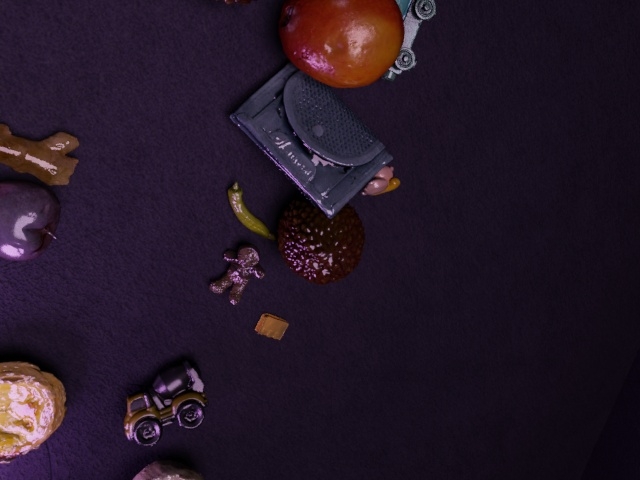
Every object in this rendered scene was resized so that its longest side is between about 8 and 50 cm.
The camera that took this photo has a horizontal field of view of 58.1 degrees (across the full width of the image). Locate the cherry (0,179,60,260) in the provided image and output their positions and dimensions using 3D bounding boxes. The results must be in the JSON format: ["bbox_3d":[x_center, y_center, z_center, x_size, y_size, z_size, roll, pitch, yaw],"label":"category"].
[{"bbox_3d":[-0.633,-0.042,1.200,0.176,0.140,0.176,-1,98,-4],"label":"cherry"}]

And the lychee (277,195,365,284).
[{"bbox_3d":[0.000,0.000,1.467,0.236,0.271,0.236,1,112,3],"label":"lychee"}]

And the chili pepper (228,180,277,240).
[{"bbox_3d":[-0.184,-0.062,1.473,0.049,0.043,0.208,-54,131,-29],"label":"chili pepper"}]

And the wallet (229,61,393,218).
[{"bbox_3d":[-0.013,-0.249,1.366,0.342,0.075,0.237,46,73,-3],"label":"wallet"}]

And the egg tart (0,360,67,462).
[{"bbox_3d":[-0.736,0.390,1.345,0.279,0.095,0.279,-12,120,-22],"label":"egg tart"}]

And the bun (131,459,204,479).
[{"bbox_3d":[-0.433,0.719,1.584,0.259,0.152,0.259,-4,98,-27],"label":"bun"}]

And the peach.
[{"bbox_3d":[0.042,-0.466,1.296,0.281,0.238,0.281,5,68,-14],"label":"peach"}]

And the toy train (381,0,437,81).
[{"bbox_3d":[0.182,-0.531,1.441,0.159,0.101,0.248,18,100,-17],"label":"toy train"}]

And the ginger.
[{"bbox_3d":[-0.654,-0.181,1.175,0.298,0.065,0.118,5,94,-29],"label":"ginger"}]

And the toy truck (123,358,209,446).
[{"bbox_3d":[-0.407,0.418,1.500,0.224,0.147,0.165,-19,93,-16],"label":"toy truck"}]

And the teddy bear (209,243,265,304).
[{"bbox_3d":[-0.206,0.080,1.496,0.119,0.078,0.160,33,101,2],"label":"teddy bear"}]

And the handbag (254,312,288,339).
[{"bbox_3d":[-0.136,0.243,1.618,0.083,0.027,0.061,26,95,-33],"label":"handbag"}]

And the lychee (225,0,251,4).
[{"bbox_3d":[-0.184,-0.609,1.134,0.267,0.267,0.267,-9,113,-23],"label":"lychee"}]

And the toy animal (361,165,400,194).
[{"bbox_3d":[0.152,-0.168,1.579,0.114,0.091,0.082,-15,88,-34],"label":"toy animal"}]
